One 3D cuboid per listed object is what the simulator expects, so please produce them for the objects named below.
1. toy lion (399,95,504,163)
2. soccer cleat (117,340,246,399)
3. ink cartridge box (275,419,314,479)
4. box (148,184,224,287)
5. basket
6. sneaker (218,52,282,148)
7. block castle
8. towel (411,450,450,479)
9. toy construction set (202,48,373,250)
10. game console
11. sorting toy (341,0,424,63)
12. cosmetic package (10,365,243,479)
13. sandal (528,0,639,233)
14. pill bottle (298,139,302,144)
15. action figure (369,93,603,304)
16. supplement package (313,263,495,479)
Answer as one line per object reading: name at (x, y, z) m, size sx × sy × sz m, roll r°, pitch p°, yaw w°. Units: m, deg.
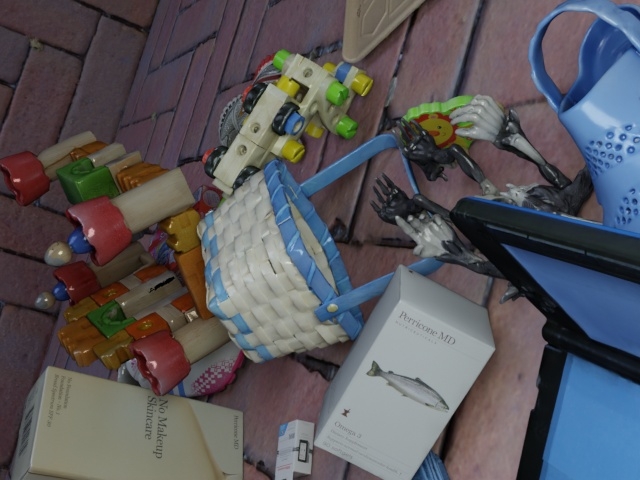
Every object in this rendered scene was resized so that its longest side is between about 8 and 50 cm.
toy lion at (0.143, -0.130, 0.932) m, size 0.100 × 0.096 × 0.034 m, roll -40°, pitch 40°, yaw 46°
soccer cleat at (-0.242, 0.207, 1.397) m, size 0.331 × 0.143 × 0.116 m, roll -39°, pitch 41°, yaw 47°
ink cartridge box at (-0.034, 0.279, 1.076) m, size 0.048 × 0.028 × 0.083 m, roll -34°, pitch 44°, yaw 51°
box at (-0.216, 0.020, 1.496) m, size 0.257 × 0.122 × 0.128 m, roll -35°, pitch 44°, yaw 50°
basket at (0.000, 0.000, 1.038) m, size 0.288 × 0.201 × 0.255 m, roll -30°, pitch 37°, yaw 13°
sneaker at (-0.118, -0.234, 1.518) m, size 0.225 × 0.088 × 0.093 m, roll -53°, pitch 32°, yaw 32°
block castle at (-0.329, 0.025, 1.245) m, size 0.453 × 0.212 × 0.303 m, roll 24°, pitch 138°, yaw 53°
towel at (0.107, 0.269, 0.809) m, size 0.067 × 0.029 × 0.119 m, roll -58°, pitch 29°, yaw 26°
toy construction set at (-0.050, -0.128, 1.200) m, size 0.151 × 0.215 × 0.328 m, roll 19°, pitch 91°, yaw 20°
game console at (0.196, 0.124, 0.560) m, size 0.173 × 0.250 × 0.293 m, roll -52°, pitch 25°, yaw -8°
sorting toy at (0.112, -0.383, 1.237) m, size 0.208 × 0.038 × 0.193 m, roll -29°, pitch 48°, yaw 48°
cosmetic package at (-0.273, 0.306, 1.205) m, size 0.113 × 0.309 × 0.160 m, roll -47°, pitch 36°, yaw 40°
sandal at (0.242, -0.079, 0.662) m, size 0.126 × 0.138 × 0.318 m, roll -44°, pitch 39°, yaw 41°
pill bottle at (-0.055, -0.164, 1.397) m, size 0.043 × 0.043 × 0.083 m, roll -60°, pitch 28°, yaw 21°
action figure at (0.148, -0.041, 0.801) m, size 0.275 × 0.140 × 0.164 m, roll 24°, pitch 85°, yaw 57°
supplement package at (0.082, 0.134, 0.830) m, size 0.179 × 0.105 × 0.105 m, roll -62°, pitch 2°, yaw 19°
